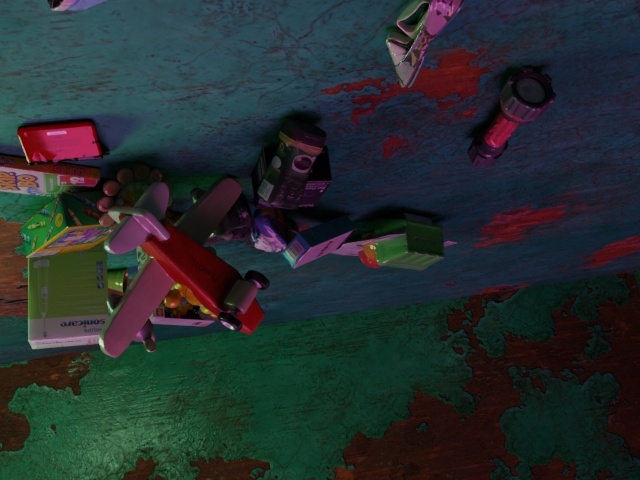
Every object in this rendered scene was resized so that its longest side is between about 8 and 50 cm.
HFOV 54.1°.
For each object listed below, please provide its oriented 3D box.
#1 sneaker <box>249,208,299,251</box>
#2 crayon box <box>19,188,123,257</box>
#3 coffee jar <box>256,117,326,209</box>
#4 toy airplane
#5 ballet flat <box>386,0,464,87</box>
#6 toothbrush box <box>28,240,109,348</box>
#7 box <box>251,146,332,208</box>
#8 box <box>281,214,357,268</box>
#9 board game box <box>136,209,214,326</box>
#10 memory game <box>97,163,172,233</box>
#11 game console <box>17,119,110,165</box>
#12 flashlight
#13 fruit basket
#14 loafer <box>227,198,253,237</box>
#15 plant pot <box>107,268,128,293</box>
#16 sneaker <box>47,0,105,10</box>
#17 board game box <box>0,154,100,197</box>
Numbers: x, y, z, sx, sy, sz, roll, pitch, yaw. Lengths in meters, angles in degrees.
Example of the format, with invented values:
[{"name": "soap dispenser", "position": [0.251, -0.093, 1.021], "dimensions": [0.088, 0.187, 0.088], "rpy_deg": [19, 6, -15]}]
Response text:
[{"name": "sneaker", "position": [-0.151, -0.016, 1.804], "dimensions": [0.131, 0.112, 0.296], "rpy_deg": [-12, 161, 11]}, {"name": "crayon box", "position": [-0.584, -0.039, 1.498], "dimensions": [0.165, 0.081, 0.278], "rpy_deg": [-10, 172, -45]}, {"name": "coffee jar", "position": [-0.061, -0.163, 1.327], "dimensions": [0.096, 0.079, 0.184], "rpy_deg": [10, 113, -39]}, {"name": "toy airplane", "position": [-0.333, 0.052, 1.437], "dimensions": [0.386, 0.384, 0.272], "rpy_deg": [-7, 176, -32]}, {"name": "ballet flat", "position": [0.158, -0.346, 1.045], "dimensions": [0.079, 0.077, 0.221], "rpy_deg": [15, 151, -11]}, {"name": "toothbrush box", "position": [-0.707, 0.148, 1.762], "dimensions": [0.206, 0.283, 0.122], "rpy_deg": [-2, 160, -21]}, {"name": "box", "position": [-0.071, -0.146, 1.481], "dimensions": [0.156, 0.093, 0.158], "rpy_deg": [-3, 162, -18]}, {"name": "box", "position": [0.000, 0.000, 1.822], "dimensions": [0.244, 0.060, 0.100], "rpy_deg": [-22, 158, -53]}, {"name": "board game box", "position": [-0.383, 0.068, 1.637], "dimensions": [0.053, 0.305, 0.193], "rpy_deg": [-25, 156, 35]}, {"name": "memory game", "position": [-0.420, -0.087, 1.425], "dimensions": [0.012, 0.186, 0.186], "rpy_deg": [33, -170, 36]}, {"name": "game console", "position": [-0.509, -0.197, 1.251], "dimensions": [0.144, 0.085, 0.124], "rpy_deg": [-7, 131, -7]}, {"name": "flashlight", "position": [0.402, -0.251, 1.370], "dimensions": [0.103, 0.103, 0.304], "rpy_deg": [-7, 161, -10]}, {"name": "fruit basket", "position": [0.212, 0.012, 2.058], "dimensions": [0.327, 0.165, 0.353], "rpy_deg": [8, 171, -40]}, {"name": "loafer", "position": [-0.230, -0.052, 1.711], "dimensions": [0.078, 0.076, 0.223], "rpy_deg": [-13, 167, -14]}, {"name": "plant pot", "position": [-0.681, 0.129, 2.061], "dimensions": [0.079, 0.083, 0.083], "rpy_deg": [7, 160, -6]}, {"name": "sneaker", "position": [-0.295, -0.357, 0.830], "dimensions": [0.162, 0.063, 0.073], "rpy_deg": [-17, 178, 35]}, {"name": "board game box", "position": [-0.624, -0.136, 1.350], "dimensions": [0.259, 0.039, 0.124], "rpy_deg": [8, 156, -35]}]
